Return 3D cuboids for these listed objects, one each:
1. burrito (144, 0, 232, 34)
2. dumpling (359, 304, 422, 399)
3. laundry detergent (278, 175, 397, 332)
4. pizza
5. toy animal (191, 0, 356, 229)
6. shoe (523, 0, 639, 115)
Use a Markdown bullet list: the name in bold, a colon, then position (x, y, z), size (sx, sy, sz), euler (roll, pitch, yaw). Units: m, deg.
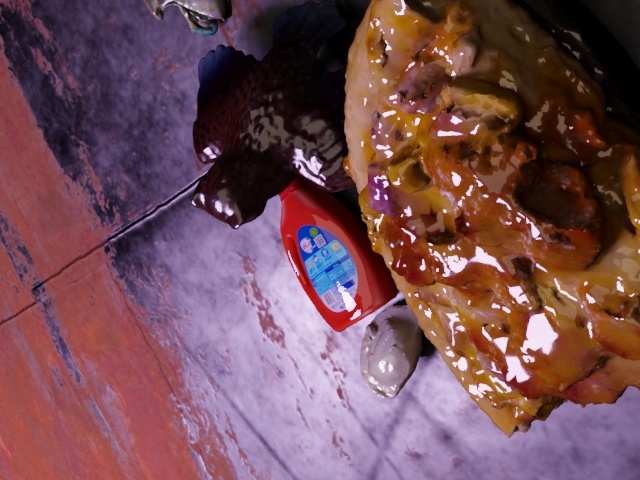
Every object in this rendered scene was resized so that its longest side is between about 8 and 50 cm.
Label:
- **burrito**: position (-0.153, -0.335, 0.686), size (0.096, 0.066, 0.309), euler (-9, 104, 33)
- **dumpling**: position (0.062, 0.099, 0.702), size (0.057, 0.052, 0.076), euler (14, 125, 18)
- **laundry detergent**: position (0.000, 0.000, 0.715), size (0.097, 0.049, 0.165), euler (-37, 82, 41)
- **pizza**: position (0.133, 0.004, 0.515), size (0.277, 0.114, 0.409), euler (23, 147, 38)
- **toy animal**: position (-0.043, -0.101, 0.628), size (0.218, 0.179, 0.116), euler (19, 143, 27)
- **shoe**: position (0.142, -0.135, 0.539), size (0.098, 0.103, 0.275), euler (-42, 76, 37)
